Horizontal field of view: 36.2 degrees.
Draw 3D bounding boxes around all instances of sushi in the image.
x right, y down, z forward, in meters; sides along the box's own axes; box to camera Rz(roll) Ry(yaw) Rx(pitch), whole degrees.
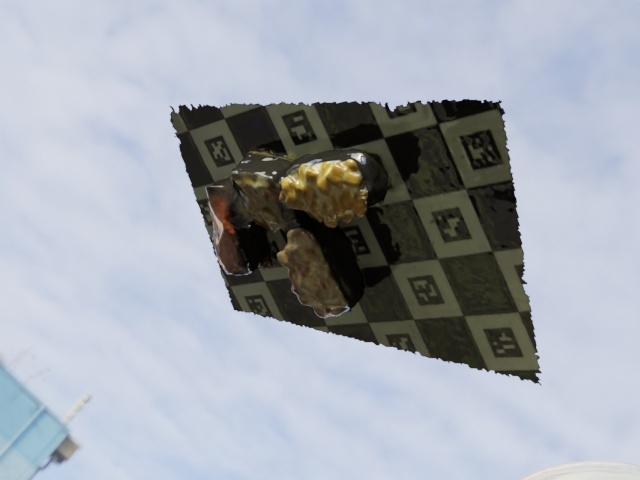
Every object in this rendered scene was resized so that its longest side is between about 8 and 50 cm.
[{"bbox_3d":[0.000,0.000,0.645,0.279,0.043,0.193,9,-55,39],"label":"sushi"}]

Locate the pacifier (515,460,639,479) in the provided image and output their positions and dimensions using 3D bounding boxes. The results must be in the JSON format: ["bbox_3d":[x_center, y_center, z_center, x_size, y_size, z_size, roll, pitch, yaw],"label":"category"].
[{"bbox_3d":[0.224,0.241,0.556,0.332,0.220,0.273,41,-73,36],"label":"pacifier"}]
